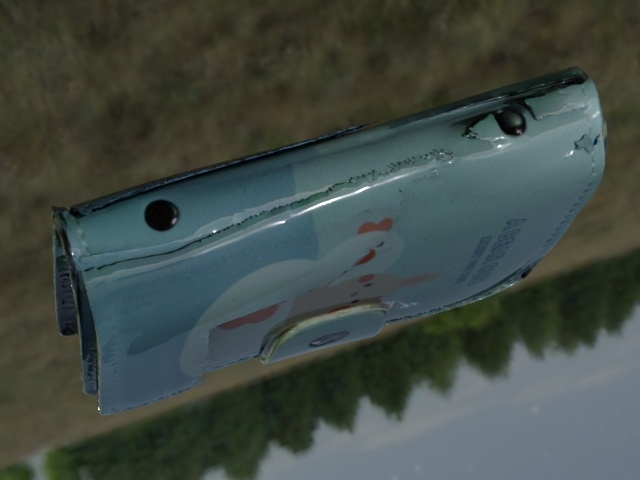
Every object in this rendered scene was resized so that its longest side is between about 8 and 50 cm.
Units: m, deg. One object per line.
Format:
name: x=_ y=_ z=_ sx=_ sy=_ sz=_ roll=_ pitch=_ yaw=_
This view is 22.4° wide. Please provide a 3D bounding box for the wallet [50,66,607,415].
wallet: x=0.000 y=0.000 z=0.765 sx=0.250 sy=0.075 sz=0.176 roll=-17 pitch=161 yaw=-14
